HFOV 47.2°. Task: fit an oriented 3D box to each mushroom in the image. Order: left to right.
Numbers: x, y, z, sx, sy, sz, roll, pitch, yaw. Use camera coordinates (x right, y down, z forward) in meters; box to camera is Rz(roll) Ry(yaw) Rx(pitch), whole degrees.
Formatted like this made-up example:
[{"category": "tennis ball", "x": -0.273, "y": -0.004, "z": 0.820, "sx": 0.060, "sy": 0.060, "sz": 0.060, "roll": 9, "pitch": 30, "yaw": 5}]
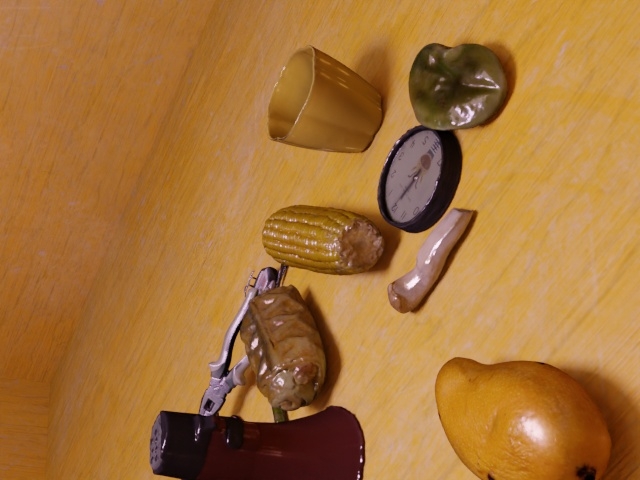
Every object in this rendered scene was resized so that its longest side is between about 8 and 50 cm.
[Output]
[{"category": "mushroom", "x": 0.167, "y": 0.027, "z": 1.131, "sx": 0.202, "sy": 0.054, "sz": 0.059, "roll": -57, "pitch": 30, "yaw": 21}]

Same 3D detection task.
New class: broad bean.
[{"category": "broad bean", "x": 0.210, "y": -0.247, "z": 1.169, "sx": 0.153, "sy": 0.072, "sz": 0.206, "roll": -62, "pitch": 29, "yaw": 20}]

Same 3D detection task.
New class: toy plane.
[{"category": "toy plane", "x": -0.132, "y": 0.135, "z": 1.631, "sx": 0.078, "sy": 0.053, "sz": 0.197, "roll": 19, "pitch": 89, "yaw": 45}]

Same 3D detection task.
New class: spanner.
[{"category": "spanner", "x": -0.186, "y": 0.261, "z": 1.594, "sx": 0.324, "sy": 0.096, "sz": 0.040, "roll": -62, "pitch": -13, "yaw": 5}]

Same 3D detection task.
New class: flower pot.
[{"category": "flower pot", "x": 0.014, "y": -0.256, "z": 1.428, "sx": 0.195, "sy": 0.179, "sz": 0.195, "roll": -40, "pitch": 41, "yaw": 46}]

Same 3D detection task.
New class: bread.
[{"category": "bread", "x": -0.068, "y": 0.206, "z": 1.391, "sx": 0.152, "sy": 0.130, "sz": 0.267, "roll": -55, "pitch": 32, "yaw": 16}]

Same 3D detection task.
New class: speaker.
[{"category": "speaker", "x": -0.130, "y": 0.365, "z": 1.229, "sx": 0.259, "sy": 0.330, "sz": 0.198, "roll": 139, "pitch": 139, "yaw": -57}]

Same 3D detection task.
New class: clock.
[{"category": "clock", "x": 0.160, "y": -0.104, "z": 1.222, "sx": 0.184, "sy": 0.040, "sz": 0.184, "roll": -38, "pitch": 44, "yaw": 48}]

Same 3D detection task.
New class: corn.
[{"category": "corn", "x": 0.000, "y": 0.000, "z": 1.371, "sx": 0.344, "sy": 0.131, "sz": 0.131, "roll": 11, "pitch": 86, "yaw": 63}]

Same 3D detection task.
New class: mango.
[{"category": "mango", "x": 0.229, "y": 0.212, "z": 0.854, "sx": 0.262, "sy": 0.109, "sz": 0.157, "roll": -159, "pitch": 76, "yaw": -68}]

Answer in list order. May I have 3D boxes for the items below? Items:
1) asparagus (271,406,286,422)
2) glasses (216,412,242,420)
[{"category": "asparagus", "x": -0.091, "y": 0.325, "z": 1.477, "sx": 0.236, "sy": 0.027, "sz": 0.034, "roll": -113, "pitch": 34, "yaw": -51}, {"category": "glasses", "x": -0.210, "y": 0.471, "z": 1.551, "sx": 0.255, "sy": 0.095, "sz": 0.162, "roll": 24, "pitch": 97, "yaw": 66}]
